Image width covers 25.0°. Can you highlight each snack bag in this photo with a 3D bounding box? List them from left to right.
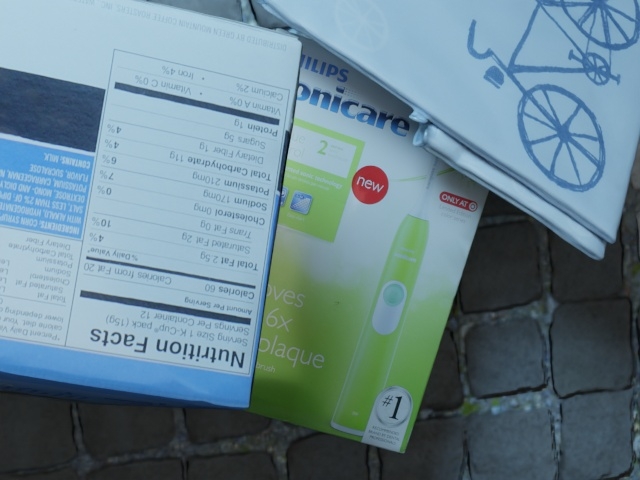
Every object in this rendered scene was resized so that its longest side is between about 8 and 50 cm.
[{"bbox_3d":[0.123,-0.192,1.125,0.343,0.037,0.323,32,54,-16],"label":"snack bag"}]

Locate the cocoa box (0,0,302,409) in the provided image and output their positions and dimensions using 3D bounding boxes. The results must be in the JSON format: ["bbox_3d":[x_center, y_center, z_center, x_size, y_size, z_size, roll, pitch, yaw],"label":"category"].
[{"bbox_3d":[-0.181,-0.012,0.952,0.231,0.347,0.228,10,81,-18],"label":"cocoa box"}]

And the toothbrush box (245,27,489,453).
[{"bbox_3d":[0.000,0.000,1.142,0.206,0.122,0.283,19,89,-18],"label":"toothbrush box"}]
